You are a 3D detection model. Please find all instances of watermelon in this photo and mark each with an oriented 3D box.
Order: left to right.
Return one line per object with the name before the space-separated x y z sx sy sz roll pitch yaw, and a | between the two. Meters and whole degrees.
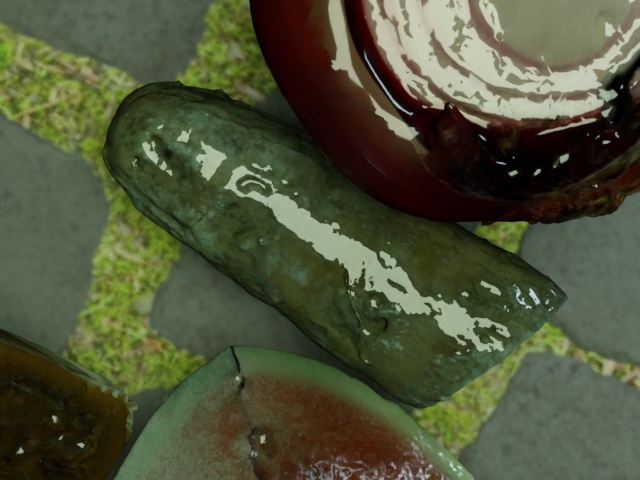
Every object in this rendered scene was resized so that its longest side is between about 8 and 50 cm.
watermelon | -0.016 0.206 1.314 0.260 0.176 0.256 6 100 -40

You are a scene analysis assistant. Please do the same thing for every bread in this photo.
bread | -0.240 0.148 1.257 0.210 0.110 0.192 29 83 -41

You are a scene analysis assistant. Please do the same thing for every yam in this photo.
yam | 0.000 0.000 1.335 0.330 0.133 0.133 33 83 -4

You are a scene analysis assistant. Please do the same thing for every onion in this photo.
onion | 0.130 -0.160 1.278 0.341 0.341 0.341 0 88 -10
